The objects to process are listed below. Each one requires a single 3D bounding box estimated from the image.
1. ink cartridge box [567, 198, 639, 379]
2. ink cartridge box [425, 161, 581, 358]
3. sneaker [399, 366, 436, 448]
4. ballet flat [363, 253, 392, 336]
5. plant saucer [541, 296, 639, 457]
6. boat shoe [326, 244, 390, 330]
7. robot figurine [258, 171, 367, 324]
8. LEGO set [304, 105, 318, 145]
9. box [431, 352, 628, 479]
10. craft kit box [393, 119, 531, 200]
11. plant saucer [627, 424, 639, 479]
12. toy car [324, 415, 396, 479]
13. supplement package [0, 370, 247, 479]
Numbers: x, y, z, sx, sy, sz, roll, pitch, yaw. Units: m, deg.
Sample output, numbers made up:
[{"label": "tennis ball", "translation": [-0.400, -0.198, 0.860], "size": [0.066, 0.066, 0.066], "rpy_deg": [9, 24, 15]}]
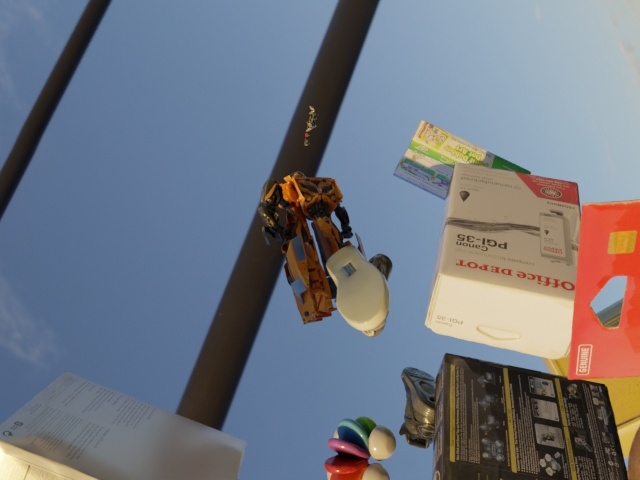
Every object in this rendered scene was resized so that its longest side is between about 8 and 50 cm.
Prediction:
[{"label": "ink cartridge box", "translation": [0.403, 0.076, 0.614], "size": [0.066, 0.261, 0.296], "rpy_deg": [-84, -17, -47]}, {"label": "ink cartridge box", "translation": [0.285, 0.019, 0.918], "size": [0.283, 0.207, 0.117], "rpy_deg": [-69, -13, -47]}, {"label": "sneaker", "translation": [0.215, 0.373, 1.344], "size": [0.087, 0.130, 0.227], "rpy_deg": [16, -167, -8]}, {"label": "ballet flat", "translation": [0.123, 0.142, 1.435], "size": [0.084, 0.250, 0.058], "rpy_deg": [26, -139, 23]}, {"label": "plant saucer", "translation": [0.717, 0.326, 1.448], "size": [0.081, 0.332, 0.333], "rpy_deg": [15, -136, -42]}, {"label": "boat shoe", "translation": [0.068, 0.081, 0.900], "size": [0.081, 0.079, 0.227], "rpy_deg": [53, -175, -22]}, {"label": "robot figurine", "translation": [0.000, 0.000, 1.105], "size": [0.211, 0.085, 0.291], "rpy_deg": [-3, -110, -41]}, {"label": "LEGO set", "translation": [-0.019, -0.243, 1.281], "size": [0.023, 0.083, 0.054], "rpy_deg": [7, -147, -4]}, {"label": "box", "translation": [0.356, 0.395, 1.031], "size": [0.318, 0.097, 0.395], "rpy_deg": [11, -140, 3]}, {"label": "craft kit box", "translation": [0.299, -0.148, 1.329], "size": [0.249, 0.246, 0.061], "rpy_deg": [26, -98, 2]}, {"label": "plant saucer", "translation": [0.577, 0.301, 0.800], "size": [0.311, 0.310, 0.050], "rpy_deg": [54, -167, -14]}, {"label": "toy car", "translation": [0.070, 0.476, 1.329], "size": [0.136, 0.159, 0.182], "rpy_deg": [29, -116, -37]}, {"label": "supplement package", "translation": [-0.254, 0.322, 0.719], "size": [0.262, 0.198, 0.199], "rpy_deg": [23, -173, -3]}]
